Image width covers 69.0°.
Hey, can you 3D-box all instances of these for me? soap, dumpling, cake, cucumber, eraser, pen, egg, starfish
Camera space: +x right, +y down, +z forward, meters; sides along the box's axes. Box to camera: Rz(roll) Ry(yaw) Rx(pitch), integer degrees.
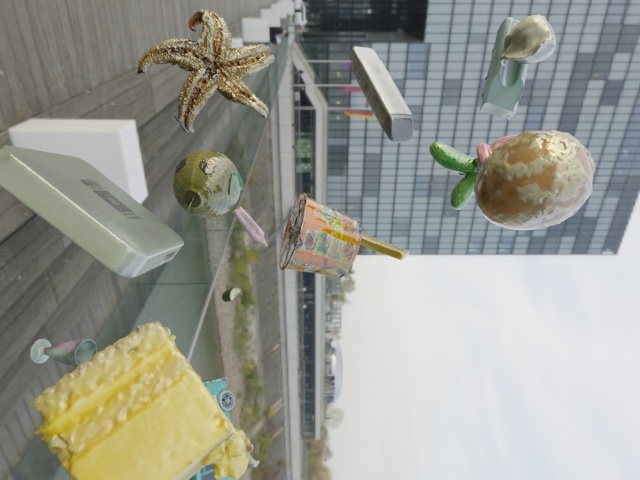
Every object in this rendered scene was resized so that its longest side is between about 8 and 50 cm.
[{"bbox_3d":[0.244,0.021,1.951,0.092,0.252,0.037,-15,125,-63],"label":"soap"},{"bbox_3d":[0.500,-0.454,1.256,0.145,0.092,0.230,-18,120,-77],"label":"soap"},{"bbox_3d":[0.480,-0.463,1.099,0.108,0.127,0.188,58,23,-22],"label":"dumpling"},{"bbox_3d":[-0.253,0.307,0.708,0.286,0.228,0.222,50,-23,11],"label":"cake"},{"bbox_3d":[-0.356,0.205,1.800,0.107,0.035,0.067,-16,-151,52],"label":"cucumber"},{"bbox_3d":[0.179,-0.436,1.376,0.061,0.089,0.351,-56,-131,49],"label":"eraser"},{"bbox_3d":[-0.270,-0.047,1.838,0.197,0.032,0.053,52,56,-23],"label":"pen"},{"bbox_3d":[0.435,-0.119,0.969,0.245,0.204,0.203,-36,-134,47],"label":"egg"},{"bbox_3d":[-0.257,-0.397,1.131,0.303,0.312,0.113,-59,-170,-8],"label":"starfish"}]

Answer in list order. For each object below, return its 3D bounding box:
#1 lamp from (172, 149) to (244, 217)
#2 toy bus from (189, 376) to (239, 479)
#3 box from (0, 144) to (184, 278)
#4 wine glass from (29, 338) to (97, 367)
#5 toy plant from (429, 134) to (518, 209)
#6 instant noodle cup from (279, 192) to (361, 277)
[{"bbox_3d":[-0.419,-0.188,1.663,0.284,0.251,0.250,-67,161,-54],"label":"lamp"},{"bbox_3d":[-0.283,0.461,1.086,0.147,0.128,0.255,9,65,-50],"label":"toy bus"},{"bbox_3d":[-0.525,-0.068,1.100,0.090,0.373,0.367,-51,-176,2],"label":"box"},{"bbox_3d":[-0.657,0.285,1.185,0.073,0.155,0.073,-1,90,-74],"label":"wine glass"},{"bbox_3d":[0.683,-0.329,1.977,0.316,0.356,0.210,66,31,-12],"label":"toy plant"},{"bbox_3d":[0.000,0.000,1.323,0.230,0.183,0.230,-162,-90,-76],"label":"instant noodle cup"}]
